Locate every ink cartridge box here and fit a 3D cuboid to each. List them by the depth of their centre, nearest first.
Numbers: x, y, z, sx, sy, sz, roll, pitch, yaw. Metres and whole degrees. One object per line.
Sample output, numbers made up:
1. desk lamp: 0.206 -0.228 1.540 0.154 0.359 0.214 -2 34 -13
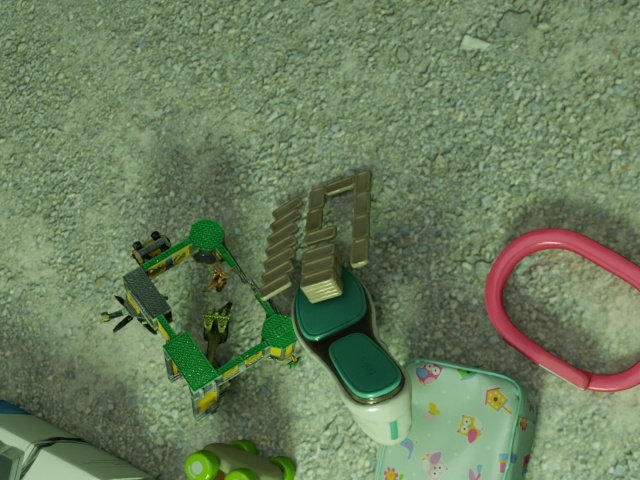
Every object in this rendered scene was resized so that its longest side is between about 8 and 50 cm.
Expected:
1. ink cartridge box: -0.526 0.478 1.705 0.395 0.166 0.285 18 86 26

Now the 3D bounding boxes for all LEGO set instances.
1. LEGO set: -0.197 0.147 1.671 0.255 0.192 0.331 -39 73 -22

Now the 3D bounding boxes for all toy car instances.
1. toy car: -0.148 0.437 1.575 0.149 0.155 0.188 18 95 25

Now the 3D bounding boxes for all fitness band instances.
1. fitness band: 0.392 0.105 1.476 0.291 0.054 0.209 34 89 25

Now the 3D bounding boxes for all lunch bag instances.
1. lunch bag: 0.198 0.319 1.473 0.224 0.108 0.279 8 79 30

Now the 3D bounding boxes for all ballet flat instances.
1. ballet flat: 0.047 0.179 1.516 0.139 0.139 0.400 -44 29 8

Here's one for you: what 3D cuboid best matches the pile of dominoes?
1. pile of dominoes: 0.000 0.000 1.625 0.196 0.040 0.251 -18 38 20
